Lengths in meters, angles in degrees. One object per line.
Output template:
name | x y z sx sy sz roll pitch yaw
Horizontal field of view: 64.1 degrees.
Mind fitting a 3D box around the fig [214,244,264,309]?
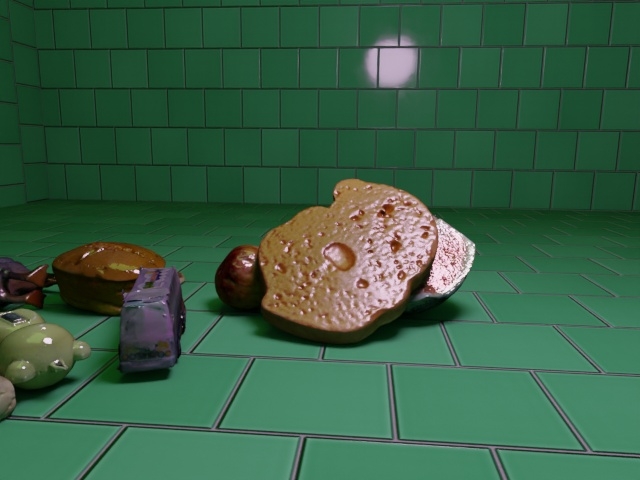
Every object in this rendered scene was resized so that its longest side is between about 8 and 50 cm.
fig | -0.135 0.107 1.258 0.257 0.159 0.159 20 -3 -36

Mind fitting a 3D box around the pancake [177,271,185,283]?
pancake | -0.459 0.108 1.451 0.152 0.025 0.151 0 12 0

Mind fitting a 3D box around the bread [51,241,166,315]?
bread | -0.506 0.082 1.232 0.270 0.142 0.195 11 18 18

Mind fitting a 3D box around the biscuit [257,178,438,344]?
biscuit | 0.062 0.040 1.134 0.455 0.078 0.350 -36 52 -22

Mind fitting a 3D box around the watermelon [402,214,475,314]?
watermelon | 0.206 0.083 1.205 0.305 0.180 0.224 -34 8 -23

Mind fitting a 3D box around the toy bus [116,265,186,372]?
toy bus | -0.320 0.139 0.986 0.113 0.137 0.317 -3 9 -14

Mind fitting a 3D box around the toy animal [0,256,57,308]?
toy animal | -0.747 0.103 1.214 0.186 0.122 0.298 11 8 26

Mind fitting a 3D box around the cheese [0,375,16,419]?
cheese | -0.520 0.214 0.767 0.194 0.064 0.043 10 20 35

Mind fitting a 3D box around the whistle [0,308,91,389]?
whistle | -0.509 0.177 0.857 0.289 0.106 0.131 9 15 33

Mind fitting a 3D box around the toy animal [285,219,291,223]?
toy animal | 0.017 0.002 1.648 0.289 0.173 0.249 -5 11 -33
